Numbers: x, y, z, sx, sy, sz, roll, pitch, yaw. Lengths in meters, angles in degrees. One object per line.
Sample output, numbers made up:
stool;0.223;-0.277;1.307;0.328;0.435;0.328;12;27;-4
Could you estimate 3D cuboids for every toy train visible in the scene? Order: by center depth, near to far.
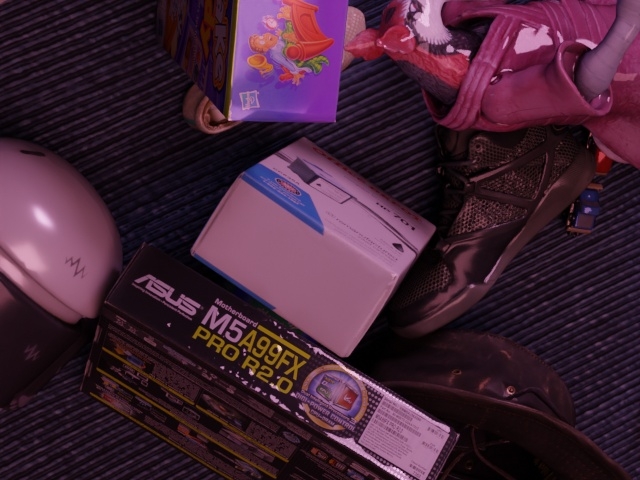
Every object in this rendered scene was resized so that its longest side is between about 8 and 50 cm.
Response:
toy train;0.241;-0.076;1.413;0.027;0.036;0.158;6;108;-20

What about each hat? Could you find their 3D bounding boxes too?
hat;0.117;0.152;1.388;0.331;0.331;0.134;32;57;-25

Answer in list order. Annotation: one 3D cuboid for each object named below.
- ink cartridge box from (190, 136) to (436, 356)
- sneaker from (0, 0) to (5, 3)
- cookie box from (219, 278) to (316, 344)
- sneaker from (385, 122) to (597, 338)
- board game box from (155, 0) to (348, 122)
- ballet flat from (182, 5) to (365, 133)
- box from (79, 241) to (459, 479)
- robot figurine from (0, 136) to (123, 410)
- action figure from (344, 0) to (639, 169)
ink cartridge box;0.000;0.000;1.252;0.140;0.191;0.082;34;108;4
sneaker;-0.312;-0.204;1.150;0.296;0.147;0.104;-48;149;-30
cookie box;-0.042;0.058;1.369;0.092;0.040;0.107;34;96;-25
sneaker;0.115;-0.029;1.365;0.227;0.087;0.130;-47;114;-1
board game box;-0.042;-0.279;1.123;0.078;0.233;0.347;-1;110;-18
ballet flat;-0.030;-0.129;1.296;0.168;0.052;0.057;-31;116;-5
box;-0.049;0.130;1.249;0.270;0.216;0.060;31;65;2
robot figurine;-0.279;0.047;1.220;0.278;0.209;0.173;-43;86;2
action figure;0.190;-0.140;1.290;0.370;0.248;0.275;-3;124;-18
